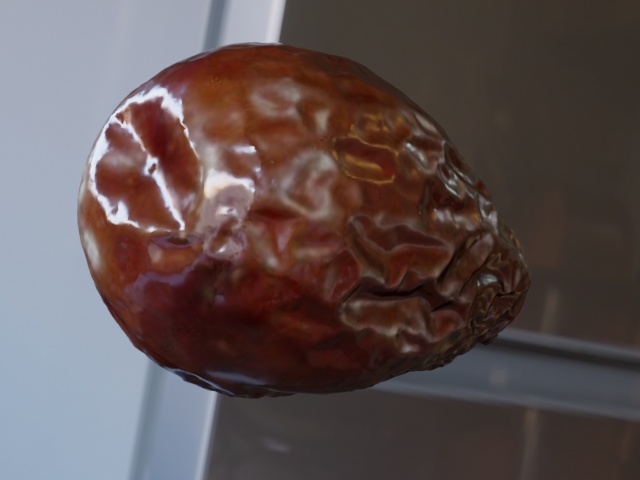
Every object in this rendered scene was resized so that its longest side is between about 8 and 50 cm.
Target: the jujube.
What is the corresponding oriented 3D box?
[{"bbox_3d":[0.000,0.000,0.796,0.168,0.168,0.236,11,-6,45],"label":"jujube"}]
